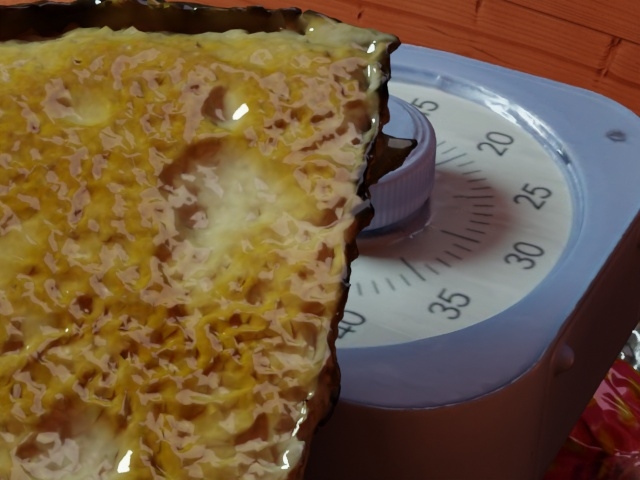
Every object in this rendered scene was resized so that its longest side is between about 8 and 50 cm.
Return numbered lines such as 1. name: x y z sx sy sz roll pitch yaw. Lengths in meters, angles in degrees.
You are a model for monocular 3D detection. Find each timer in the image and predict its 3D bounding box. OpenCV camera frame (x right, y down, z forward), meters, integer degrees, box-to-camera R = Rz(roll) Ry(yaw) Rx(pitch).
1. timer: 0.000 0.000 1.119 0.395 0.173 0.395 1 37 -1

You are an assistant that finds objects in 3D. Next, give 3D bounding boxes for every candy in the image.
1. candy: 0.231 0.186 1.197 0.124 0.124 0.365 14 16 -24

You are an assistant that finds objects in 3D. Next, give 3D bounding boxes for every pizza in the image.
1. pizza: -0.125 -0.008 0.869 0.435 0.080 0.392 33 55 20

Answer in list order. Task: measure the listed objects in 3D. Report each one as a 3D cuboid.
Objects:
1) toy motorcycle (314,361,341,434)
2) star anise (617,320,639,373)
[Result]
1. toy motorcycle: -0.144 0.070 0.918 0.298 0.171 0.089 14 -32 19
2. star anise: 0.244 0.131 1.600 0.214 0.099 0.220 31 -18 25
